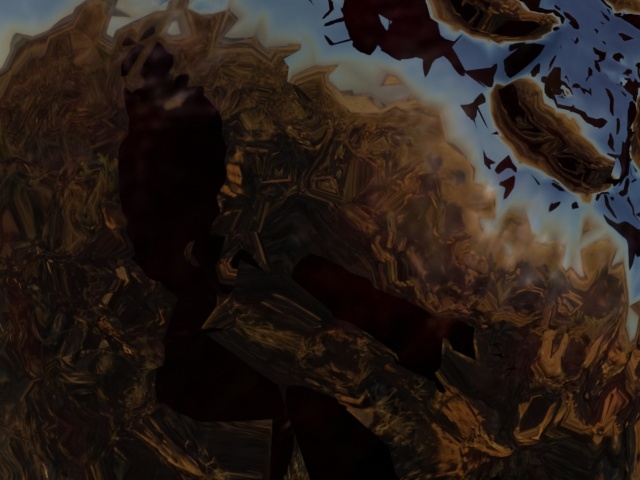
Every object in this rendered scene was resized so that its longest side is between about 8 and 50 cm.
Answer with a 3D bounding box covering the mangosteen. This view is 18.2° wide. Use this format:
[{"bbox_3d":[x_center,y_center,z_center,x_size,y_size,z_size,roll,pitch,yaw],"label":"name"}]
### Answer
[{"bbox_3d":[0.011,0.001,0.565,0.297,0.297,0.293,27,-49,-8],"label":"mangosteen"}]
